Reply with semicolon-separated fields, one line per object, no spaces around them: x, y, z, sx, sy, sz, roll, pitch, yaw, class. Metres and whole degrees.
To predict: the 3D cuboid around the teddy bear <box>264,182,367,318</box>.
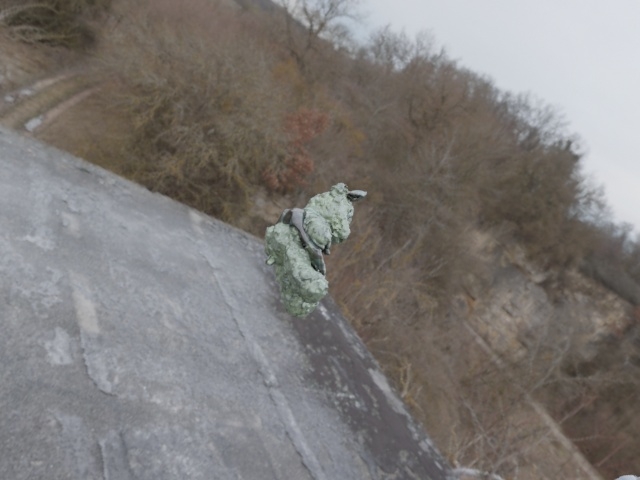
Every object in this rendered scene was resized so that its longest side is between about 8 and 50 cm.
-0.020;-0.004;0.810;0.111;0.133;0.213;26;57;-5;teddy bear

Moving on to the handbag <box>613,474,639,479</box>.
0.290;0.272;0.479;0.173;0.095;0.117;32;-16;49;handbag
